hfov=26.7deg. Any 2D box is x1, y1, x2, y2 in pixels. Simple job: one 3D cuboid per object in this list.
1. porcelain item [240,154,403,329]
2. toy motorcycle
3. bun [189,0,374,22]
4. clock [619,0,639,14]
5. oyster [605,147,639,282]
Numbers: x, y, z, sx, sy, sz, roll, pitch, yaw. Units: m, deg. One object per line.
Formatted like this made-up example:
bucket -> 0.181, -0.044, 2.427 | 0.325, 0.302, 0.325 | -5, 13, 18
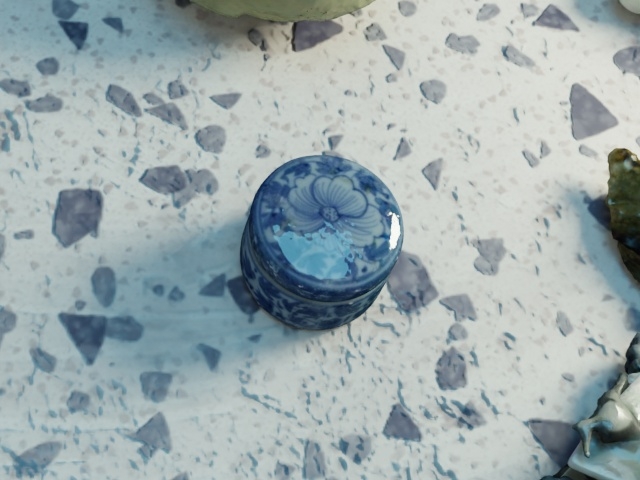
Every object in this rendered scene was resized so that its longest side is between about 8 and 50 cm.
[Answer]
porcelain item -> 0.000, 0.000, 1.276 | 0.147, 0.114, 0.147 | 4, 64, -8
toy motorcycle -> 0.308, 0.211, 1.211 | 0.188, 0.143, 0.327 | 35, 53, 15
bun -> -0.042, -0.392, 1.421 | 0.359, 0.211, 0.360 | 3, 74, -10
clock -> 0.422, -0.305, 1.529 | 0.162, 0.093, 0.166 | 22, 61, 12
oyster -> 0.448, 0.021, 1.363 | 0.221, 0.096, 0.361 | -28, 73, -29
